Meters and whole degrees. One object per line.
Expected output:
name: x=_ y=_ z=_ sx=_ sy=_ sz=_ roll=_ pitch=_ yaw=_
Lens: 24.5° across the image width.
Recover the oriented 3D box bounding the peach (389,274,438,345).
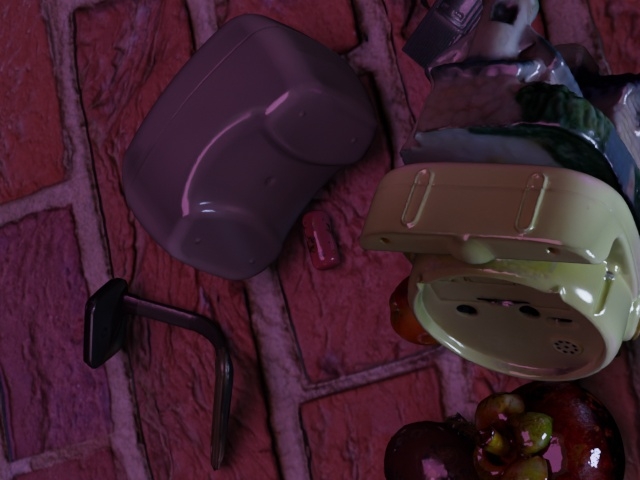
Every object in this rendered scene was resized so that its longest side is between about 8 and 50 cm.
peach: x=0.141 y=0.085 z=1.877 sx=0.100 sy=0.100 sz=0.101 roll=-4 pitch=82 yaw=31

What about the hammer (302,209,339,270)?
hammer: x=0.000 y=0.000 z=2.002 sx=0.043 sy=0.043 sz=0.083 roll=-23 pitch=74 yaw=27

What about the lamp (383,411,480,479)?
lamp: x=0.155 y=0.286 z=1.821 sx=0.135 sy=0.156 sz=0.157 roll=-31 pitch=72 yaw=-18

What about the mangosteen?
mangosteen: x=0.257 y=0.248 z=1.722 sx=0.199 sy=0.200 sz=0.200 roll=-4 pitch=82 yaw=31

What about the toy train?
toy train: x=0.256 y=-0.378 z=1.861 sx=0.086 sy=0.089 sz=0.409 roll=45 pitch=108 yaw=32

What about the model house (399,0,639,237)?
model house: x=0.265 y=-0.143 z=1.705 sx=0.243 sy=0.298 sz=0.284 roll=-5 pitch=53 yaw=30

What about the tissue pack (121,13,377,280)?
tissue pack: x=-0.107 y=-0.137 z=1.970 sx=0.333 sy=0.229 sz=0.236 roll=-50 pitch=49 yaw=17

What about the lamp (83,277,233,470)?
lamp: x=-0.215 y=0.189 z=2.089 sx=0.283 sy=0.124 sz=0.203 roll=21 pitch=116 yaw=29

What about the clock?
clock: x=0.226 y=0.052 z=1.664 sx=0.286 sy=0.348 sz=0.117 roll=3 pitch=57 yaw=30
